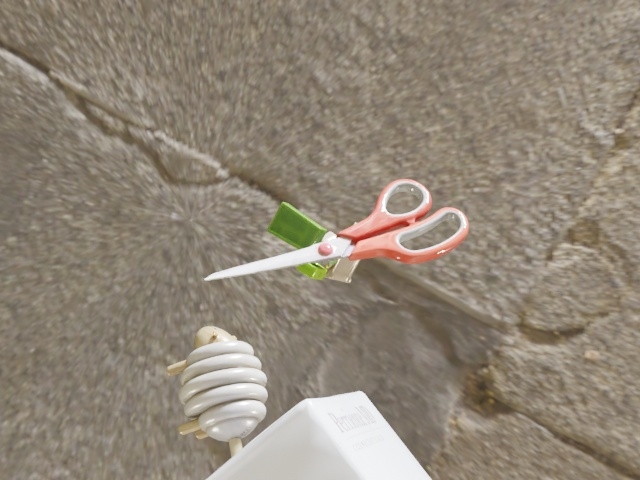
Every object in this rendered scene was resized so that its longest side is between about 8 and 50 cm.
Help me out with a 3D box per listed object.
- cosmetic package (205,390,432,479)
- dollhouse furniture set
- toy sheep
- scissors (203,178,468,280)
[{"bbox_3d":[0.091,0.343,0.975,0.161,0.230,0.453,-40,79,6],"label":"cosmetic package"},{"bbox_3d":[0.000,0.000,1.429,0.058,0.151,0.076,33,98,24],"label":"dollhouse furniture set"},{"bbox_3d":[-0.091,0.141,1.173,0.091,0.091,0.132,-14,72,-5],"label":"toy sheep"},{"bbox_3d":[0.026,0.013,1.344,0.297,0.021,0.109,-25,61,-29],"label":"scissors"}]
